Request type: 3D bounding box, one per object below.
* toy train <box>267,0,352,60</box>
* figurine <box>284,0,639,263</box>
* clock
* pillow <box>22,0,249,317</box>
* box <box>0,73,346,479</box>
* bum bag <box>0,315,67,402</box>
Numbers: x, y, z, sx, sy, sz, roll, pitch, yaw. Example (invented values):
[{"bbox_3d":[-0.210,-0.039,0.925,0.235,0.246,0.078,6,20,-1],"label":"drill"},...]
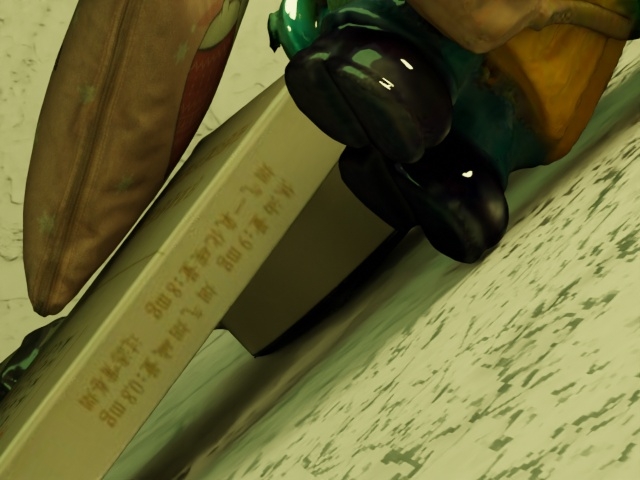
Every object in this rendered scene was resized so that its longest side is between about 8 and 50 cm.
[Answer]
[{"bbox_3d":[0.068,-0.197,1.051,0.194,0.298,0.120,5,-23,-32],"label":"toy train"},{"bbox_3d":[0.123,-0.154,0.889,0.332,0.185,0.204,-36,37,-4],"label":"figurine"},{"bbox_3d":[0.000,0.000,1.111,0.229,0.063,0.155,-42,2,7],"label":"clock"},{"bbox_3d":[-0.098,-0.097,1.054,0.236,0.084,0.223,-71,4,-62],"label":"pillow"},{"bbox_3d":[-0.120,0.075,0.966,0.365,0.051,0.204,-54,10,-21],"label":"box"},{"bbox_3d":[-0.242,0.137,1.563,0.340,0.095,0.144,-39,19,18],"label":"bum bag"}]
